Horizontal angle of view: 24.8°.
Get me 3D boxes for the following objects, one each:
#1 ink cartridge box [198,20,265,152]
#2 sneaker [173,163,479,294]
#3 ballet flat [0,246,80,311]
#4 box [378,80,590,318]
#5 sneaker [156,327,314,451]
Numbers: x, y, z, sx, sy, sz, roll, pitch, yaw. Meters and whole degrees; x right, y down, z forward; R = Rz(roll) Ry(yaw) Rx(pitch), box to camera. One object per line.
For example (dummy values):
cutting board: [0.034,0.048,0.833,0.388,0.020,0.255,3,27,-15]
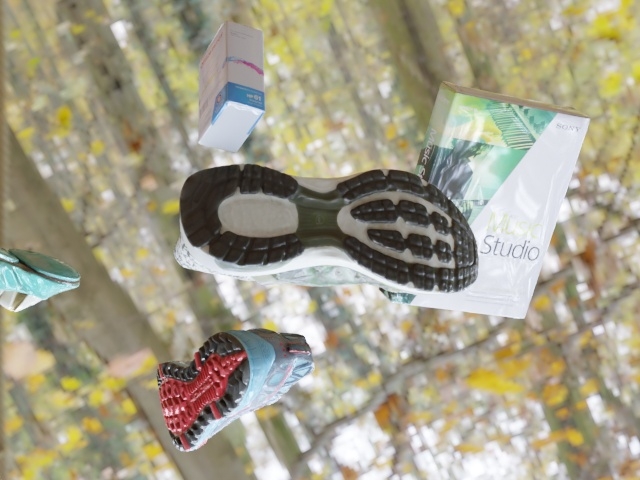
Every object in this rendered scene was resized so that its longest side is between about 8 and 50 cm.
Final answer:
ink cartridge box: [-0.104,-0.179,1.690,0.088,0.052,0.122,-49,-143,48]
sneaker: [0.000,0.000,1.814,0.410,0.158,0.182,9,161,-21]
ballet flat: [-0.430,0.051,1.989,0.083,0.247,0.087,35,-84,29]
box: [0.235,-0.052,2.091,0.232,0.322,0.058,7,-163,-26]
sneaker: [-0.091,0.163,1.597,0.125,0.104,0.262,-8,168,-30]
